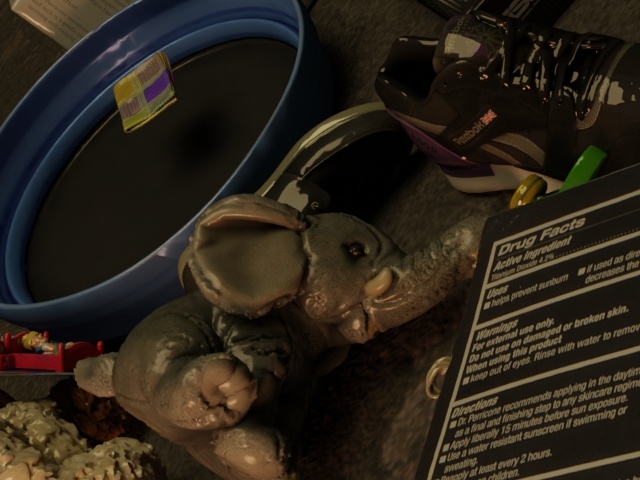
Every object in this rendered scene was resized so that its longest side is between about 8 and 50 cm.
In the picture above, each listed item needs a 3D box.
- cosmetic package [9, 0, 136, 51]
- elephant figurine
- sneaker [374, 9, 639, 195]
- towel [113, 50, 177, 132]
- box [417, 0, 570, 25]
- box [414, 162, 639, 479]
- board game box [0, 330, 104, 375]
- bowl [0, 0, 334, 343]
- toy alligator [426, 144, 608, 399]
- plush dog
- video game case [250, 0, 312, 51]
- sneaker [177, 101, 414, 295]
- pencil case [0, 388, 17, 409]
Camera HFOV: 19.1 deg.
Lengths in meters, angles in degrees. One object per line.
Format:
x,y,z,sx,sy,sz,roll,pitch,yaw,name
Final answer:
-0.216,-0.279,2.008,0.183,0.151,0.151,-52,16,3,cosmetic package
-0.019,0.046,1.302,0.239,0.186,0.169,-56,9,-14,elephant figurine
0.138,-0.098,1.263,0.283,0.124,0.107,-7,50,55,sneaker
-0.155,-0.131,1.675,0.060,0.009,0.083,-35,35,11,towel
0.160,-0.273,1.535,0.216,0.060,0.270,-49,26,4,box
0.200,0.110,0.823,0.296,0.183,0.294,-20,40,44,box
-0.226,0.091,1.558,0.133,0.169,0.033,127,143,-89,board game box
-0.155,-0.076,1.692,0.391,0.077,0.391,-26,38,23,bowl
0.128,0.023,1.215,0.189,0.056,0.051,-57,-19,2,toy alligator
-0.255,0.198,1.468,0.262,0.210,0.225,-46,-1,5,plush dog
-0.099,-0.190,1.882,0.206,0.026,0.227,-58,26,-15,video game case
0.000,0.000,1.433,0.222,0.083,0.118,-42,42,10,sneaker
-0.407,0.188,1.722,0.386,0.160,0.167,-5,61,55,pencil case
